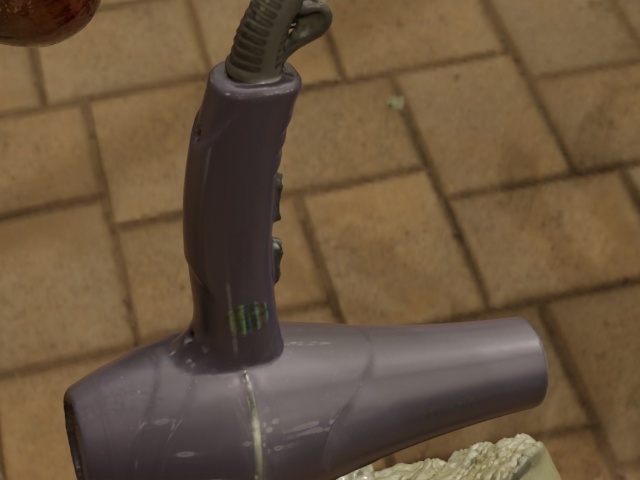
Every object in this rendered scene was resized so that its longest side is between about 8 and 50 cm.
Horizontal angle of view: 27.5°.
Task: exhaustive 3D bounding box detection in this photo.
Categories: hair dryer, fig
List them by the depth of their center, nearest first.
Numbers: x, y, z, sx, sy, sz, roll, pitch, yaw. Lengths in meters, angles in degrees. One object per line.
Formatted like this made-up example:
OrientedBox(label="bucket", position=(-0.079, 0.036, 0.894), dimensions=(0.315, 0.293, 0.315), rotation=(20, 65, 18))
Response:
OrientedBox(label="hair dryer", position=(0.000, 0.000, 0.749), dimensions=(0.301, 0.361, 0.121), rotation=(-9, 36, -17))
OrientedBox(label="fig", position=(-0.302, -0.256, 1.309), dimensions=(0.149, 0.202, 0.148), rotation=(31, 34, -31))

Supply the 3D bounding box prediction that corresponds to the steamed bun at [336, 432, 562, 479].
OrientedBox(label="steamed bun", position=(0.136, 0.338, 1.324), dimensions=(0.290, 0.272, 0.273), rotation=(-36, 90, -33))
